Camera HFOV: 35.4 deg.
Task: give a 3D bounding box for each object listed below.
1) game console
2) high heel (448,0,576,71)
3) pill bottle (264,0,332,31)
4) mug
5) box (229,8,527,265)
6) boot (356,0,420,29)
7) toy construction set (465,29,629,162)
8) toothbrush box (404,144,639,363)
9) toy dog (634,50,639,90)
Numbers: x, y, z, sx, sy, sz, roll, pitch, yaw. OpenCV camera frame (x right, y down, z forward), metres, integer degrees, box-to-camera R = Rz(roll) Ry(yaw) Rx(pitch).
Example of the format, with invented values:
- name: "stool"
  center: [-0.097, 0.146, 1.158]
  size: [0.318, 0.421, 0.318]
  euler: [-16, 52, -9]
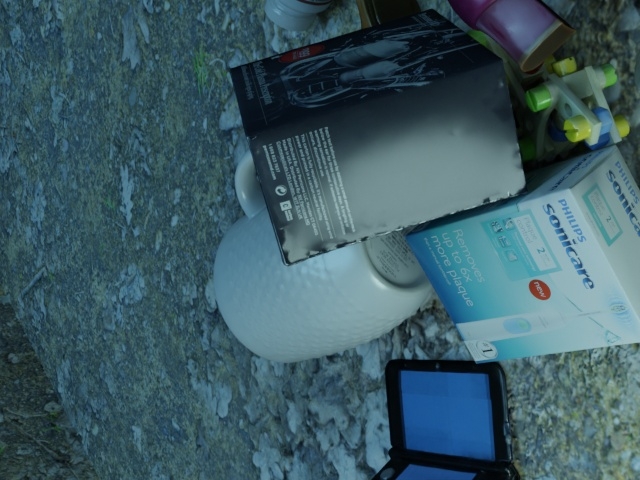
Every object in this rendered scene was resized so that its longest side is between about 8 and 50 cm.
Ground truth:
- name: "game console"
  center: [0.155, 0.332, 1.596]
  size: [0.293, 0.250, 0.173]
  euler: [-10, 115, 55]
- name: "high heel"
  center: [0.308, -0.387, 1.162]
  size: [0.377, 0.127, 0.181]
  euler: [-43, 70, 14]
- name: "pill bottle"
  center: [-0.017, -0.469, 1.711]
  size: [0.121, 0.121, 0.216]
  euler: [60, 139, 28]
- name: "mug"
  center: [0.000, 0.000, 1.613]
  size: [0.328, 0.276, 0.374]
  euler: [-21, 104, 51]
- name: "box"
  center: [0.060, -0.153, 1.320]
  size: [0.343, 0.312, 0.179]
  euler: [-111, 5, -65]
- name: "boot"
  center: [0.081, -0.287, 1.643]
  size: [0.220, 0.109, 0.283]
  euler: [-33, 77, 57]
- name: "toy construction set"
  center: [0.281, -0.245, 1.309]
  size: [0.215, 0.151, 0.328]
  euler: [112, 149, -72]
- name: "toothbrush box"
  center: [0.289, 0.028, 1.305]
  size: [0.295, 0.126, 0.216]
  euler: [-17, 107, 51]
- name: "toy dog"
  center: [0.466, -0.280, 1.040]
  size: [0.333, 0.220, 0.161]
  euler: [-42, 31, 42]
